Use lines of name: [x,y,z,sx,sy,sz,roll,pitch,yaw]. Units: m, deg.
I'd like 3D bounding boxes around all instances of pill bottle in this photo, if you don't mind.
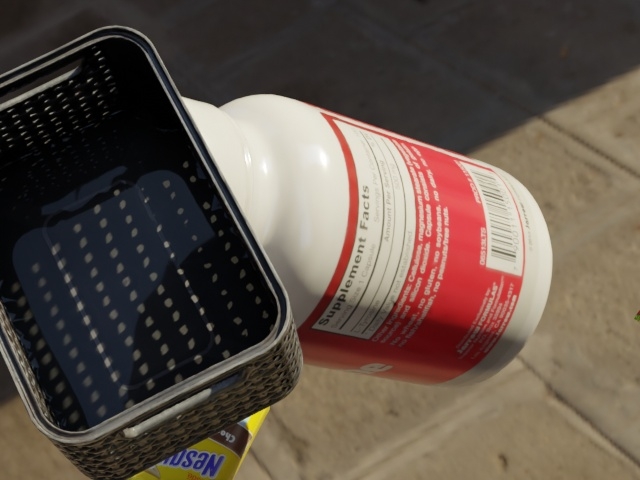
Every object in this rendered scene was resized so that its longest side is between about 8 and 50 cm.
pill bottle: [0.000,0.000,1.292,0.229,0.408,0.229,-16,67,45]

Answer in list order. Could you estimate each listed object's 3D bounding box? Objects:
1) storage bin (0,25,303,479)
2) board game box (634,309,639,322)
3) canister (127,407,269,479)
storage bin: [-0.098,0.007,0.673,0.122,0.084,0.180,-27,69,-7]
board game box: [0.435,0.038,1.575,0.181,0.092,0.043,-56,11,-5]
canister: [-0.144,0.225,1.564,0.126,0.073,0.169,24,66,9]
